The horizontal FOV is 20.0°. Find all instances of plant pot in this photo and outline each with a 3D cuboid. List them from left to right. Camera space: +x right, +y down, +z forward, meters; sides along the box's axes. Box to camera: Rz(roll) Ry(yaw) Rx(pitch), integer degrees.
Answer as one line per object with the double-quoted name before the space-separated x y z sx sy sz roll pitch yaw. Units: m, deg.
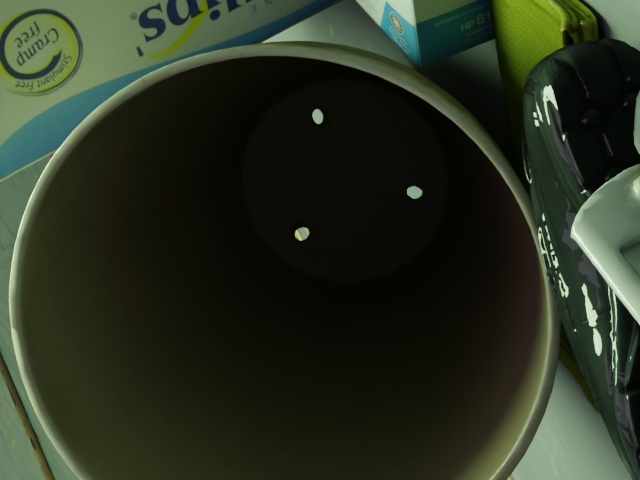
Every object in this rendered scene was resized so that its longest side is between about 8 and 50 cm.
"plant pot" 0.000 0.000 0.960 0.274 0.256 0.256 -64 -44 -72

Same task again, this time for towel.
"towel" 0.115 -0.029 0.902 0.102 0.021 0.237 -128 21 -50

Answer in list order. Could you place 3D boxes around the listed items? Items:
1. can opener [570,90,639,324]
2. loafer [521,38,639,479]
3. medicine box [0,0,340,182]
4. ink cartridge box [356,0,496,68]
"can opener" 0.183 0.052 0.626 0.283 0.076 0.095 57 164 39
"loafer" 0.139 0.024 0.776 0.078 0.076 0.223 146 106 -83
"medicine box" -0.137 -0.188 1.100 0.149 0.263 0.289 65 170 -23
"ink cartridge box" 0.045 -0.162 0.900 0.088 0.052 0.122 -126 17 -46
